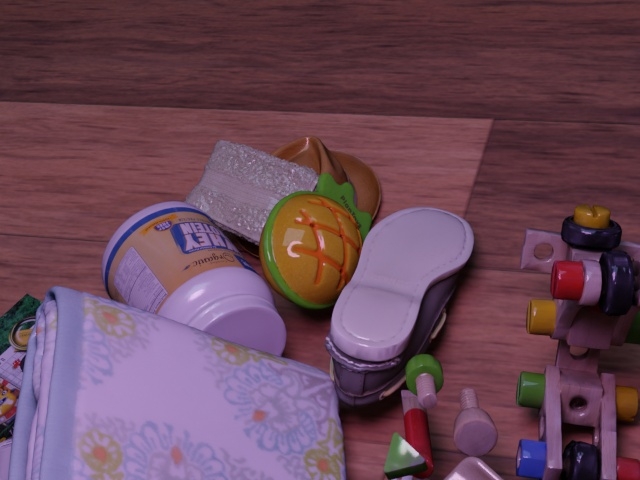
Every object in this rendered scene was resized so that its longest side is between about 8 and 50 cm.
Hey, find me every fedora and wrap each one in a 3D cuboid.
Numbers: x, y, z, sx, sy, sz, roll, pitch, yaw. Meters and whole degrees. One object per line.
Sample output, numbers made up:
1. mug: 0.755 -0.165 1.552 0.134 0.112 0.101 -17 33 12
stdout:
1. fedora: -0.023 -0.060 1.731 0.194 0.079 0.194 -8 43 8

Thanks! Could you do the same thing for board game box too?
1. board game box: -0.372 0.173 1.635 0.136 0.030 0.260 22 55 36

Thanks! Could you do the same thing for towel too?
1. towel: -0.124 0.230 1.343 0.320 0.090 0.374 23 40 -24
2. towel: -0.079 -0.053 1.675 0.148 0.027 0.110 21 77 27

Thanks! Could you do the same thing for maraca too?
1. maraca: 0.000 0.000 1.601 0.099 0.127 0.186 -19 17 40

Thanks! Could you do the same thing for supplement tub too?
1. supplement tub: -0.137 0.065 1.590 0.144 0.144 0.200 -30 45 -14

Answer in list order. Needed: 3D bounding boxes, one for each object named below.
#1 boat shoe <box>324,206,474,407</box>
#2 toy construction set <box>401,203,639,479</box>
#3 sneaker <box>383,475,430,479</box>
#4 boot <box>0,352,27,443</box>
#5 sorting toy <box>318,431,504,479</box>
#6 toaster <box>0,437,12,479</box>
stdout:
1. boat shoe: 0.082 0.061 1.554 0.109 0.091 0.305 17 33 14
2. toy construction set: 0.219 0.103 1.427 0.309 0.257 0.237 -18 24 7
3. sneaker: 0.121 0.276 1.358 0.190 0.071 0.083 9 54 24
4. boot: -0.279 0.170 1.512 0.246 0.161 0.083 -24 44 -9
5. sorting toy: 0.128 0.307 1.245 0.347 0.047 0.196 41 80 20
6. toaster: -0.239 0.265 1.430 0.227 0.129 0.146 -13 41 4
